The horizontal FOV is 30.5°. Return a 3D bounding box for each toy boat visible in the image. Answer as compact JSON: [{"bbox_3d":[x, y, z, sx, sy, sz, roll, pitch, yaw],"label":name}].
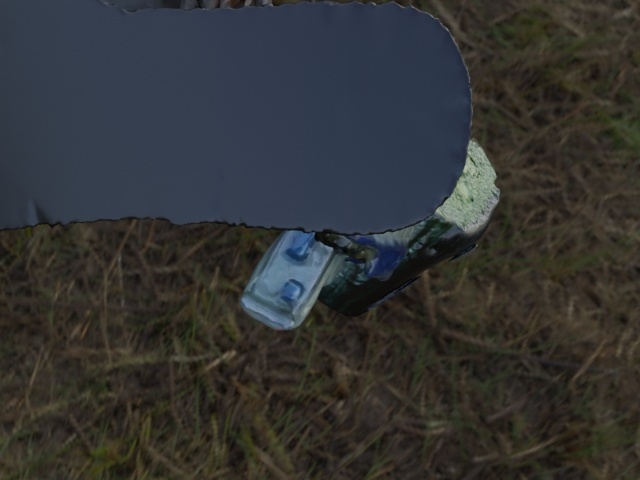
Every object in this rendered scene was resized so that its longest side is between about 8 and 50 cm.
[{"bbox_3d":[0.000,0.000,0.828,0.114,0.262,0.115,32,99,7],"label":"toy boat"}]

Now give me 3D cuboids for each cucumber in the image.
[{"bbox_3d":[0.082,-0.003,1.082,0.086,0.193,0.115,52,17,-5],"label":"cucumber"}]

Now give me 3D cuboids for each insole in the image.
[{"bbox_3d":[-0.098,-0.052,0.446,0.322,0.007,0.109,5,93,22],"label":"insole"}]

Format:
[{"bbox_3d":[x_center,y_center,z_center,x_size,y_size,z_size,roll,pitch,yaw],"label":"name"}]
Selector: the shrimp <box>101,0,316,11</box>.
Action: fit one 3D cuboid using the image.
[{"bbox_3d":[-0.062,-0.138,0.617,0.145,0.343,0.117,5,60,-10],"label":"shrimp"}]
